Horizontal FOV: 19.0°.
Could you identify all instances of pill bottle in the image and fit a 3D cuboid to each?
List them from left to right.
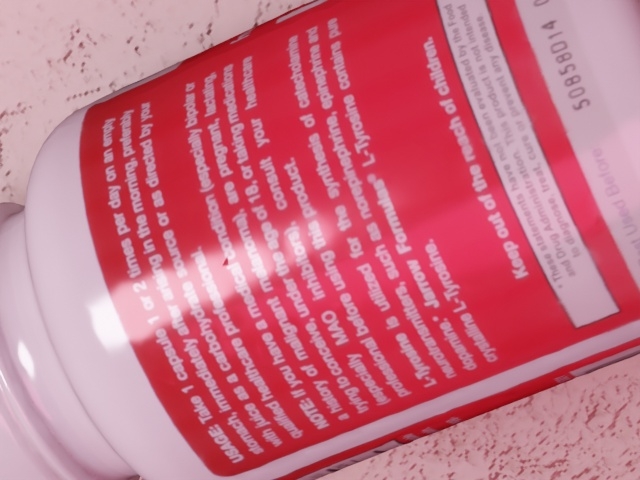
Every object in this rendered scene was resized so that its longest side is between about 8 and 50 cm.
[{"bbox_3d":[0.000,0.000,0.982,0.408,0.229,0.229,-23,120,13],"label":"pill bottle"}]
